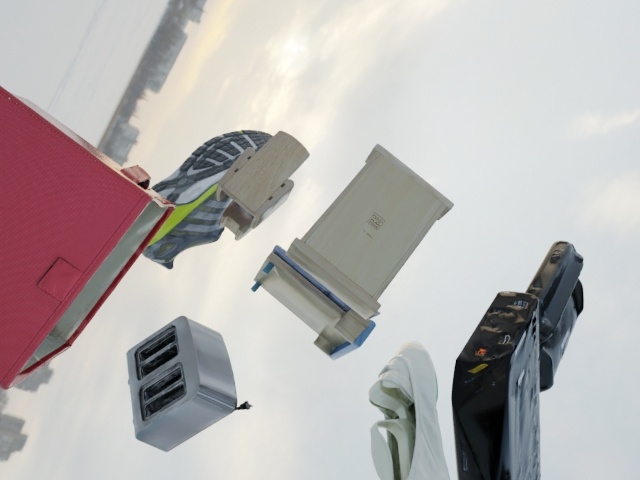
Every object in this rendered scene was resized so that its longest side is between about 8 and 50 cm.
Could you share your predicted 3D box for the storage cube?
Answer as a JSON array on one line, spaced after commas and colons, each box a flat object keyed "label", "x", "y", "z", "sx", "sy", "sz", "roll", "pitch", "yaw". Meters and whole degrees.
[{"label": "storage cube", "x": -0.272, "y": -0.015, "z": 0.533, "sx": 0.215, "sy": 0.193, "sz": 0.183, "roll": -53, "pitch": -173, "yaw": -4}]

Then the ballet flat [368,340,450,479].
[{"label": "ballet flat", "x": 0.154, "y": 0.333, "z": 1.121, "sx": 0.139, "sy": 0.139, "sz": 0.400, "roll": -48, "pitch": -154, "yaw": 33}]

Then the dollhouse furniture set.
[{"label": "dollhouse furniture set", "x": 0.000, "y": 0.000, "z": 0.911, "sx": 0.198, "sy": 0.286, "sz": 0.303, "roll": -50, "pitch": 178, "yaw": -26}]

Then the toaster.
[{"label": "toaster", "x": -0.232, "y": 0.238, "z": 1.008, "sx": 0.186, "sy": 0.110, "sz": 0.168, "roll": -33, "pitch": -130, "yaw": 13}]

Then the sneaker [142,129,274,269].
[{"label": "sneaker", "x": -0.184, "y": -0.070, "z": 0.982, "sx": 0.300, "sy": 0.121, "sz": 0.111, "roll": -36, "pitch": -135, "yaw": -5}]

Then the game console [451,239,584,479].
[{"label": "game console", "x": 0.215, "y": 0.124, "z": 0.605, "sx": 0.044, "sy": 0.213, "sz": 0.361, "roll": 6, "pitch": -153, "yaw": 33}]
